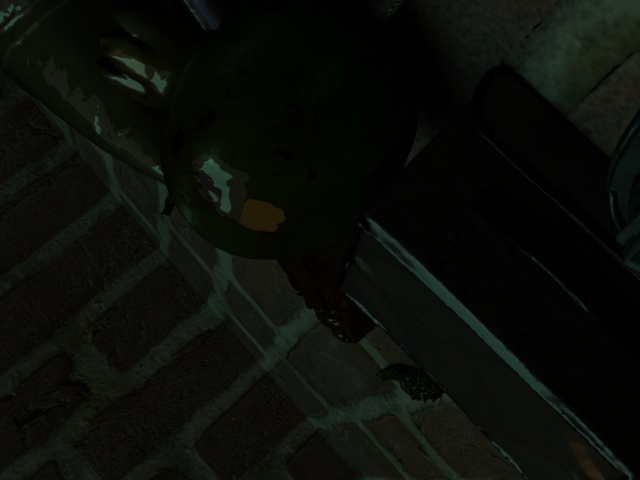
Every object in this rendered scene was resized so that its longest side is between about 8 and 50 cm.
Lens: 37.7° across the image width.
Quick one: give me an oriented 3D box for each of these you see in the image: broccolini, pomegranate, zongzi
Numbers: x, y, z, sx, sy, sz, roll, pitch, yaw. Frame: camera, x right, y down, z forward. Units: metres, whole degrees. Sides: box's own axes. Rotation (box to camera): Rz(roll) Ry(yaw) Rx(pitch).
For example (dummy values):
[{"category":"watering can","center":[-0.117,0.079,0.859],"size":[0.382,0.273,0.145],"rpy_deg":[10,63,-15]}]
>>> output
[{"category":"broccolini","center":[0.116,0.196,1.323],"size":[0.051,0.054,0.239],"rpy_deg":[37,169,-9]},{"category":"pomegranate","center":[-0.055,-0.086,0.692],"size":[0.241,0.159,0.190],"rpy_deg":[47,149,-19]},{"category":"zongzi","center":[-0.215,-0.160,1.002],"size":[0.418,0.181,0.447],"rpy_deg":[56,174,10]}]

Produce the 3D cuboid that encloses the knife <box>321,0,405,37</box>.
[{"category":"knife","center":[0.040,-0.195,0.596],"size":[0.089,0.043,0.365],"rpy_deg":[52,164,-5]}]

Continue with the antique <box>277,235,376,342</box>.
[{"category":"antique","center":[0.000,0.000,1.083],"size":[0.087,0.093,0.310],"rpy_deg":[37,161,39]}]

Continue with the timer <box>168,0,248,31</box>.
[{"category":"timer","center":[-0.093,-0.227,0.822],"size":[0.208,0.069,0.191],"rpy_deg":[54,172,-7]}]

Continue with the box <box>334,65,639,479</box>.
[{"category":"box","center":[0.146,0.042,0.661],"size":[0.252,0.153,0.188],"rpy_deg":[45,165,11]}]

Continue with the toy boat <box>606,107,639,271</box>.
[{"category":"toy boat","center":[0.192,-0.038,0.396],"size":[0.114,0.122,0.296],"rpy_deg":[23,163,7]}]
